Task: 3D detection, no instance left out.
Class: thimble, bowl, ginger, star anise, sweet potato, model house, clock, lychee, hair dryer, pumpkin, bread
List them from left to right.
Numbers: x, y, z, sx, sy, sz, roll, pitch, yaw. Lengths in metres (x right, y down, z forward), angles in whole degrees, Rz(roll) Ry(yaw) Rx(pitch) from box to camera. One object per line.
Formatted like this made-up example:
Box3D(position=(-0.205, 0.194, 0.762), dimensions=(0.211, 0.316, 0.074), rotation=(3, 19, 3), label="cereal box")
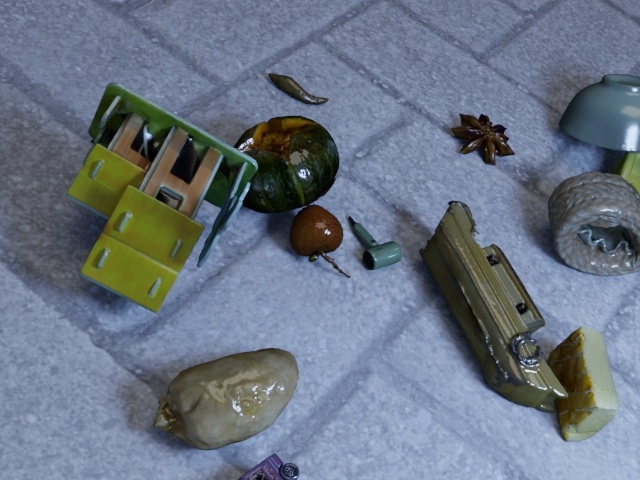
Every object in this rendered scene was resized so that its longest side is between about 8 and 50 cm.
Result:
Box3D(position=(-0.293, -0.075, 1.544), dimensions=(0.300, 0.340, 0.324), rotation=(28, 59, -13), label="model house")
Box3D(position=(-0.140, 0.254, 1.476), dimensions=(0.267, 0.152, 0.138), rotation=(-17, 87, -37), label="ginger")
Box3D(position=(-0.073, -0.146, 1.817), dimensions=(0.237, 0.159, 0.238), rotation=(-10, 37, 8), label="pumpkin")
Box3D(position=(-0.055, -0.349, 2.107), dimensions=(0.153, 0.038, 0.041), rotation=(27, 69, 2), label="sweet potato")
Box3D(position=(0.000, -0.006, 1.777), dimensions=(0.114, 0.101, 0.140), rotation=(-3, 45, -35), label="lychee")
Box3D(position=(0.097, -0.004, 1.856), dimensions=(0.071, 0.047, 0.150), rotation=(-16, 51, -30), label="hair dryer")
Box3D(position=(0.389, -0.246, 2.167), dimensions=(0.167, 0.057, 0.168), rotation=(11, 46, -11), label="star anise")
Box3D(position=(0.490, 0.268, 1.701), dimensions=(0.068, 0.125, 0.188), rotation=(13, 47, -11), label="bread")
Box3D(position=(0.610, -0.037, 1.967), dimensions=(0.229, 0.196, 0.148), rotation=(12, 46, -8), label="thimble")
Box3D(position=(0.746, -0.325, 2.234), dimensions=(0.289, 0.146, 0.289), rotation=(6, 24, -3), label="bowl")
Box3D(position=(0.763, -0.120, 2.169), dimensions=(0.143, 0.096, 0.202), rotation=(31, 48, 5), label="clock")

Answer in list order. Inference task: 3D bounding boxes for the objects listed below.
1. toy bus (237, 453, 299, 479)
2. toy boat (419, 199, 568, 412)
Box3D(position=(-0.052, 0.426, 1.389), dimensions=(0.098, 0.087, 0.178), rotation=(-25, 59, -33), label="toy bus")
Box3D(position=(0.340, 0.132, 1.776), dimensions=(0.162, 0.136, 0.446), rotation=(-11, 60, -23), label="toy boat")
